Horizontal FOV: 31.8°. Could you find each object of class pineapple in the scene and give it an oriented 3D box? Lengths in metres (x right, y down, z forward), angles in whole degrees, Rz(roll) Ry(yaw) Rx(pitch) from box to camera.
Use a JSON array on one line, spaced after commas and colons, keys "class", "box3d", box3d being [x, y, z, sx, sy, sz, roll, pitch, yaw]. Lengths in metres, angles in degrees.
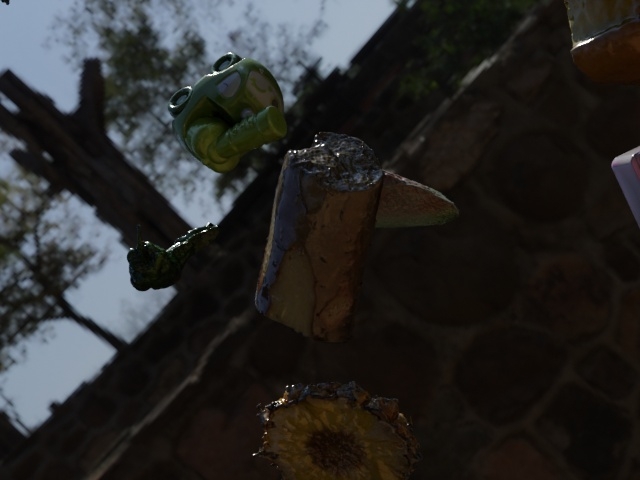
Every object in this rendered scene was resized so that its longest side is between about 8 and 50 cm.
[{"class": "pineapple", "box3d": [0.018, 0.245, 1.351, 0.221, 0.221, 0.047, -51, 12, 37]}]

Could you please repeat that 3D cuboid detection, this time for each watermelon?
[{"class": "watermelon", "box3d": [0.088, -0.059, 1.449, 0.094, 0.180, 0.081, 131, 143, -72]}]

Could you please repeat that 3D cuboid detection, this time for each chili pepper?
[{"class": "chili pepper", "box3d": [-0.232, 0.028, 1.680, 0.122, 0.065, 0.279, -61, -8, 10]}]

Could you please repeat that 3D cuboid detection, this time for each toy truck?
[{"class": "toy truck", "box3d": [-0.147, -0.189, 1.833, 0.187, 0.148, 0.210, -30, 37, 13]}]

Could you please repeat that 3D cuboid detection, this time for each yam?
[{"class": "yam", "box3d": [0.000, -0.001, 1.356, 0.128, 0.129, 0.238, -108, 28, -60]}]

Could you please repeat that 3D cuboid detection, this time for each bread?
[{"class": "bread", "box3d": [0.192, -0.143, 0.655, 0.065, 0.103, 0.187, -18, 3, 36]}]

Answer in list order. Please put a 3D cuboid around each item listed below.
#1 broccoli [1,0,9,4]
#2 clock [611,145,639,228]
[{"class": "broccoli", "box3d": [-0.368, -0.370, 1.355, 0.167, 0.160, 0.154, -97, 12, -51]}, {"class": "clock", "box3d": [0.559, -0.095, 1.695, 0.197, 0.150, 0.063, -25, 3, -12]}]
